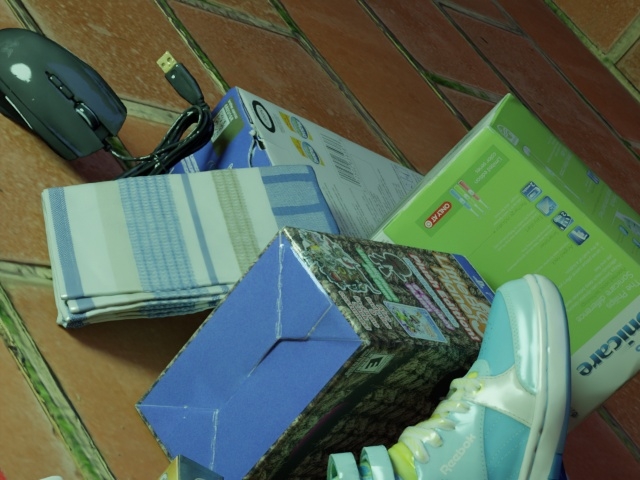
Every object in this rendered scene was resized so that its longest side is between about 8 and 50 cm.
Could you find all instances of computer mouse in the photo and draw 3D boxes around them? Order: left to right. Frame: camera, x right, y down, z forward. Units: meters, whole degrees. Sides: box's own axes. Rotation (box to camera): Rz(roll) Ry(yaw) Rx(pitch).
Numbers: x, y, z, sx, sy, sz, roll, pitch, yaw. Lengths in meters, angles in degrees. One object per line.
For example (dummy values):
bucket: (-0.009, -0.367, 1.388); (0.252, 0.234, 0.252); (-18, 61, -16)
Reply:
computer mouse: (-0.236, -0.163, 1.890); (0.262, 0.184, 0.060); (45, -22, 14)

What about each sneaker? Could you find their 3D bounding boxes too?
sneaker: (0.092, 0.170, 1.495); (0.208, 0.319, 0.127); (10, -13, -4)

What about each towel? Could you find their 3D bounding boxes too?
towel: (-0.123, 0.002, 1.732); (0.285, 0.034, 0.209); (-6, 38, -12)

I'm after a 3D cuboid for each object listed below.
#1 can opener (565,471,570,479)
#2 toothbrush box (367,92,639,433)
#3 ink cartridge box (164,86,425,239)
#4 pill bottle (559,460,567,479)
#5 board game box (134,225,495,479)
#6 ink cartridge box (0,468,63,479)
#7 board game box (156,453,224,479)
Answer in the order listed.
can opener: (0.267, 0.308, 1.900); (0.095, 0.076, 0.283); (23, 28, -35)
toothbrush box: (0.214, 0.028, 1.815); (0.283, 0.206, 0.122); (43, 27, -2)
ink cartridge box: (0.000, 0.000, 1.970); (0.395, 0.151, 0.270); (25, 26, -37)
pill bottle: (0.190, 0.253, 1.821); (0.123, 0.123, 0.219); (33, 23, -16)
board game box: (0.022, 0.129, 1.645); (0.291, 0.232, 0.141); (8, 38, -52)
ink cartridge box: (-0.290, 0.202, 1.091); (0.296, 0.066, 0.261); (-13, 52, -37)
board game box: (-0.122, 0.280, 1.207); (0.042, 0.165, 0.243); (31, 24, -21)
